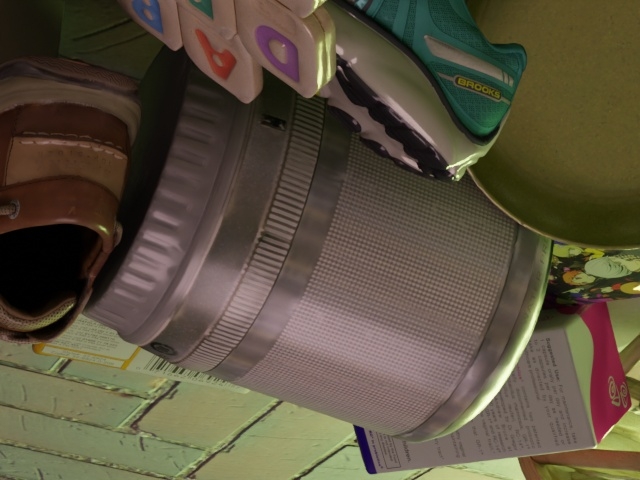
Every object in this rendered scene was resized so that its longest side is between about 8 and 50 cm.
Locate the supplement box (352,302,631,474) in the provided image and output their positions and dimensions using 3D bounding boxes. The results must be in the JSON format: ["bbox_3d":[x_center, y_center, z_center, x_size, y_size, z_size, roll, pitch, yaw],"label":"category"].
[{"bbox_3d":[0.143,0.124,1.460,0.220,0.114,0.111,-13,-172,30],"label":"supplement box"}]

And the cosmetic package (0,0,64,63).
[{"bbox_3d":[-0.317,-0.150,1.031,0.153,0.129,0.296,-19,145,33],"label":"cosmetic package"}]

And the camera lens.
[{"bbox_3d":[0.000,0.000,1.114,0.274,0.219,0.219,20,149,-18],"label":"camera lens"}]

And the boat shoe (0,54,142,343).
[{"bbox_3d":[-0.198,0.006,1.050,0.123,0.116,0.324,5,154,-19],"label":"boat shoe"}]

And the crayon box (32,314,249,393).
[{"bbox_3d":[-0.099,0.018,1.368,0.203,0.083,0.323,13,152,-17],"label":"crayon box"}]

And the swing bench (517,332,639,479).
[{"bbox_3d":[0.352,0.197,1.561,0.253,0.165,0.254,17,150,-25],"label":"swing bench"}]

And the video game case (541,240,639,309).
[{"bbox_3d":[0.232,-0.022,1.293,0.210,0.042,0.232,-8,150,24],"label":"video game case"}]

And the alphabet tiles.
[{"bbox_3d":[-0.105,-0.189,0.865,0.284,0.021,0.278,37,159,19],"label":"alphabet tiles"}]

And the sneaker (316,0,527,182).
[{"bbox_3d":[0.008,-0.152,0.926,0.275,0.110,0.107,44,164,-25],"label":"sneaker"}]

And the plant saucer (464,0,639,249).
[{"bbox_3d":[0.190,-0.110,1.024,0.241,0.037,0.241,-3,115,-6],"label":"plant saucer"}]
